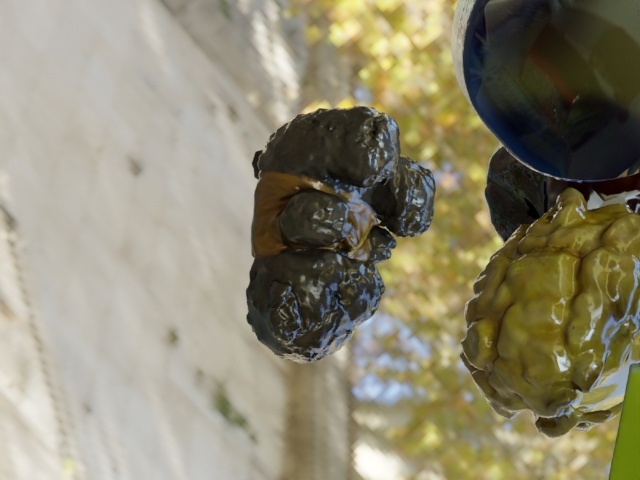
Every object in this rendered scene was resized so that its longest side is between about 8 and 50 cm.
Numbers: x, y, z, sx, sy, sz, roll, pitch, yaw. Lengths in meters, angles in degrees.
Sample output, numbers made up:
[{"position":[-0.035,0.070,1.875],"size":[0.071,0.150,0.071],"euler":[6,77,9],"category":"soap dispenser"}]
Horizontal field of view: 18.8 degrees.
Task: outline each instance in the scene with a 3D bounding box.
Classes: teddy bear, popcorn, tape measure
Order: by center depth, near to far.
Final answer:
[{"position":[0.000,0.000,1.482],"size":[0.140,0.177,0.190],"euler":[8,-101,18],"category":"teddy bear"},{"position":[0.244,0.067,1.715],"size":[0.250,0.190,0.250],"euler":[-40,155,-22],"category":"popcorn"},{"position":[0.261,-0.188,1.850],"size":[0.262,0.259,0.138],"euler":[-39,-166,15],"category":"tape measure"}]

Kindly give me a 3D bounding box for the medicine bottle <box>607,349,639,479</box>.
[{"position":[0.238,0.191,1.106],"size":[0.137,0.250,0.141],"euler":[15,-169,32],"category":"medicine bottle"}]

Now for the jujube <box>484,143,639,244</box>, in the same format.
[{"position":[0.369,-0.044,2.075],"size":[0.376,0.258,0.258],"euler":[-2,-157,-4],"category":"jujube"}]
